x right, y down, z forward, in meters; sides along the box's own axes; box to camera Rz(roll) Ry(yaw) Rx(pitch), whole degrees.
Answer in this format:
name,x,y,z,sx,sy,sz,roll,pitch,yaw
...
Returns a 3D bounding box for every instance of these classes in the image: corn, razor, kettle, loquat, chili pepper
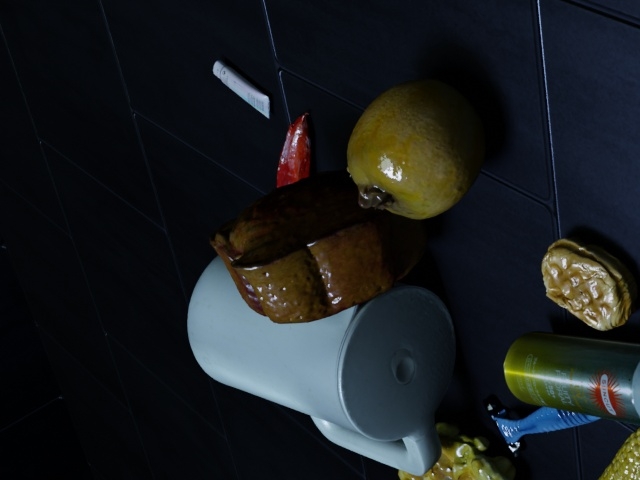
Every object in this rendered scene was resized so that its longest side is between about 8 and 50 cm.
name,x,y,z,sx,sy,sz,roll,pitch,yaw
corn,0.333,0.276,1.492,0.091,0.091,0.260,39,149,22
razor,0.256,0.207,1.619,0.082,0.042,0.253,60,155,2
kettle,0.000,0.151,1.801,0.318,0.205,0.265,13,101,48
loquat,0.099,-0.094,1.460,0.137,0.163,0.163,37,169,-31
chili pepper,-0.033,-0.066,1.860,0.268,0.050,0.059,91,157,-49

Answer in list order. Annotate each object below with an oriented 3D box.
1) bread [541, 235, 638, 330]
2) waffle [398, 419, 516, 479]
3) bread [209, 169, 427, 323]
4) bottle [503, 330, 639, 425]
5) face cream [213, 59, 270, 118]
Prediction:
name,x,y,z,sx,sy,sz,roll,pitch,yaw
bread,0.269,0.040,1.405,0.111,0.044,0.083,34,142,41
waffle,0.212,0.368,1.857,0.325,0.068,0.302,-8,110,62
bread,0.002,-0.006,1.643,0.232,0.247,0.135,42,152,63
bottle,0.298,0.140,1.412,0.286,0.082,0.082,1,118,62
face cream,-0.103,-0.203,1.875,0.115,0.020,0.038,41,149,33
